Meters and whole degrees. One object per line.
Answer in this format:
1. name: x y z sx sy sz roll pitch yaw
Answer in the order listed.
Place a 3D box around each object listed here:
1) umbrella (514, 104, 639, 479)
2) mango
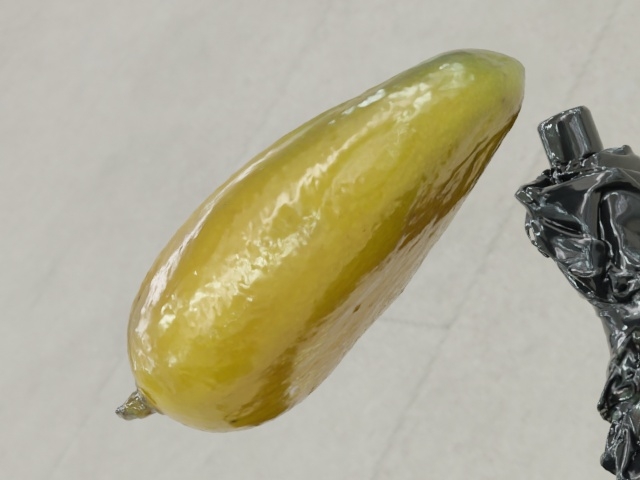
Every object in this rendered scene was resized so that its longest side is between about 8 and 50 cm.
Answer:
1. umbrella: 0.218 0.036 0.999 0.122 0.272 0.110 -18 -8 -11
2. mango: 0.000 0.000 0.844 0.317 0.176 0.119 -44 70 5
